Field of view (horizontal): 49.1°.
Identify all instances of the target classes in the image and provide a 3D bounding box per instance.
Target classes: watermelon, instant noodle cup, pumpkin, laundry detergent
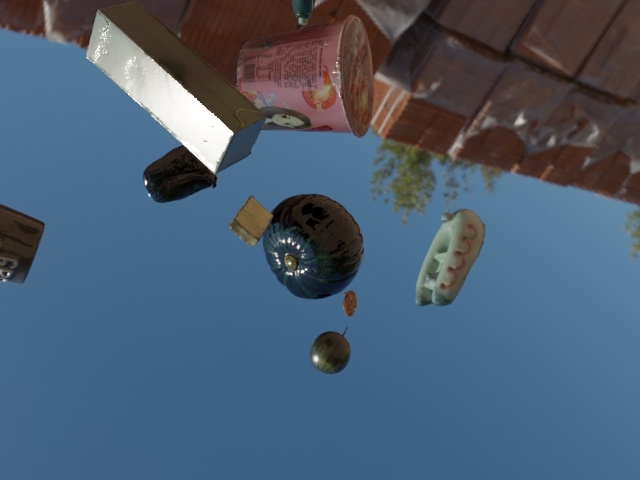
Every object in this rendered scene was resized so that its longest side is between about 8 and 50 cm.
[{"bbox_3d":[0.032,0.273,1.773,0.105,0.133,0.105,33,176,3],"label":"watermelon"},{"bbox_3d":[-0.029,-0.323,1.427,0.231,0.242,0.243,-1,-161,19],"label":"instant noodle cup"},{"bbox_3d":[0.000,0.000,1.627,0.248,0.248,0.248,23,-153,-12],"label":"pumpkin"},{"bbox_3d":[-0.040,-0.641,1.719,0.063,0.210,0.137,1,-172,-8],"label":"laundry detergent"}]

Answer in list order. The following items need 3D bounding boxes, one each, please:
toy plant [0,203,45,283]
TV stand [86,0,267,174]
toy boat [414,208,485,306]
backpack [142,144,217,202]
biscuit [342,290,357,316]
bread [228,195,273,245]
[{"bbox_3d":[-0.795,-0.034,1.453,0.401,0.185,0.279,19,170,-24],"label":"toy plant"},{"bbox_3d":[-0.208,-0.221,1.006,0.269,0.088,0.083,43,-138,9],"label":"TV stand"},{"bbox_3d":[0.238,0.029,1.336,0.079,0.207,0.134,30,168,-9],"label":"toy boat"},{"bbox_3d":[-0.333,-0.158,1.653,0.106,0.165,0.119,-111,2,-84],"label":"backpack"},{"bbox_3d":[0.093,0.192,2.179,0.015,0.078,0.091,-7,-147,27],"label":"biscuit"},{"bbox_3d":[-0.139,-0.041,1.418,0.068,0.028,0.153,41,-157,-10],"label":"bread"}]
